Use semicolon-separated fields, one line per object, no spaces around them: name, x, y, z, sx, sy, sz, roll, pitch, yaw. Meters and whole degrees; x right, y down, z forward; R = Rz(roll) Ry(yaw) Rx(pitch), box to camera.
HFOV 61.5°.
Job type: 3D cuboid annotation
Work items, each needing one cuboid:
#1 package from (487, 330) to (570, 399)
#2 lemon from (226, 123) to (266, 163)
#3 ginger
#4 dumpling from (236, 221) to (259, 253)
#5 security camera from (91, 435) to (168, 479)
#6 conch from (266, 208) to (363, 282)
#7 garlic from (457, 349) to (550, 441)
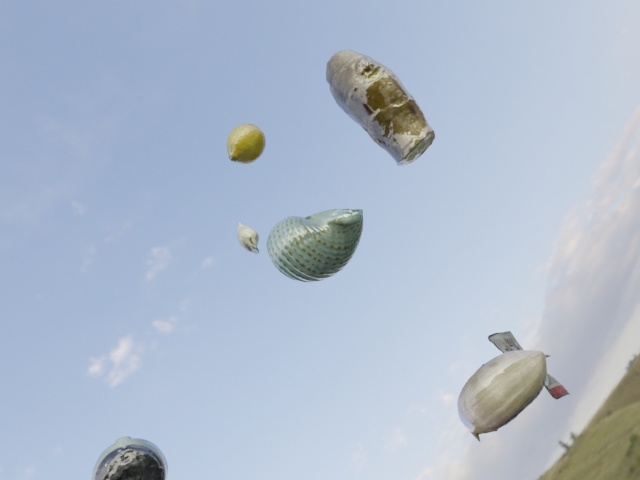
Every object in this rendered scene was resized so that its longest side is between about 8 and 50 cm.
package;0.582;0.342;1.494;0.154;0.239;0.030;8;-61;-50
lemon;-0.123;-0.157;0.880;0.083;0.062;0.062;-52;-34;-33
ginger;0.100;-0.245;0.957;0.109;0.262;0.116;-5;-37;-51
dumpling;-0.151;0.000;1.131;0.043;0.077;0.059;-52;-19;-20
security camera;-0.390;0.556;1.137;0.197;0.277;0.191;-10;-15;-17
conch;-0.001;0.011;1.019;0.172;0.200;0.131;-15;-82;-60
garlic;0.309;0.235;0.881;0.198;0.090;0.128;-43;-30;-8
